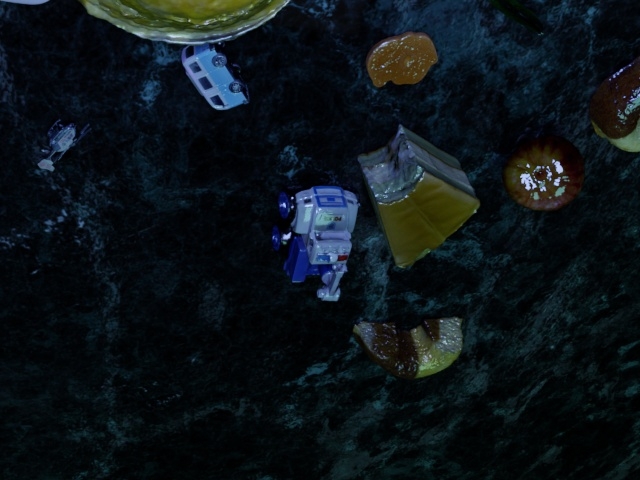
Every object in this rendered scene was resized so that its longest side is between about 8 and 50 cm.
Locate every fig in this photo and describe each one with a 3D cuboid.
[{"bbox_3d":[0.465,-0.145,1.581,0.202,0.148,0.149,-39,-175,-35],"label":"fig"}]

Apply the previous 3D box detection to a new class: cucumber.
[{"bbox_3d":[0.320,-0.403,1.338,0.184,0.033,0.036,24,148,-36],"label":"cucumber"}]

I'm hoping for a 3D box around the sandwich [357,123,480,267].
[{"bbox_3d":[0.151,-0.079,1.524,0.198,0.155,0.227,24,123,-34],"label":"sandwich"}]

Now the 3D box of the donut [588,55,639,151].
[{"bbox_3d":[0.622,-0.248,1.559,0.141,0.085,0.217,-31,137,13],"label":"donut"}]

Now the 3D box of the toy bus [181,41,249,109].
[{"bbox_3d":[-0.173,-0.272,1.285,0.075,0.060,0.123,-22,135,11],"label":"toy bus"}]

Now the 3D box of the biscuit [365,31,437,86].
[{"bbox_3d":[0.143,-0.318,1.373,0.130,0.019,0.102,-12,136,-6],"label":"biscuit"}]

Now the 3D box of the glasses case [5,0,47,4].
[{"bbox_3d":[-0.479,-0.383,1.006,0.296,0.075,0.113,13,138,-1],"label":"glasses case"}]

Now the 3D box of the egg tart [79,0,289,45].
[{"bbox_3d":[-0.170,-0.430,1.038,0.443,0.178,0.443,-11,138,-10],"label":"egg tart"}]

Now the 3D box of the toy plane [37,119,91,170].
[{"bbox_3d":[-0.442,-0.164,1.327,0.120,0.031,0.049,-41,141,19],"label":"toy plane"}]

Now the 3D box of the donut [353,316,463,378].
[{"bbox_3d":[0.216,0.280,1.943,0.295,0.112,0.151,1,132,-17],"label":"donut"}]

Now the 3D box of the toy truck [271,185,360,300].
[{"bbox_3d":[0.000,0.000,1.536,0.161,0.177,0.213,-1,135,-16],"label":"toy truck"}]
